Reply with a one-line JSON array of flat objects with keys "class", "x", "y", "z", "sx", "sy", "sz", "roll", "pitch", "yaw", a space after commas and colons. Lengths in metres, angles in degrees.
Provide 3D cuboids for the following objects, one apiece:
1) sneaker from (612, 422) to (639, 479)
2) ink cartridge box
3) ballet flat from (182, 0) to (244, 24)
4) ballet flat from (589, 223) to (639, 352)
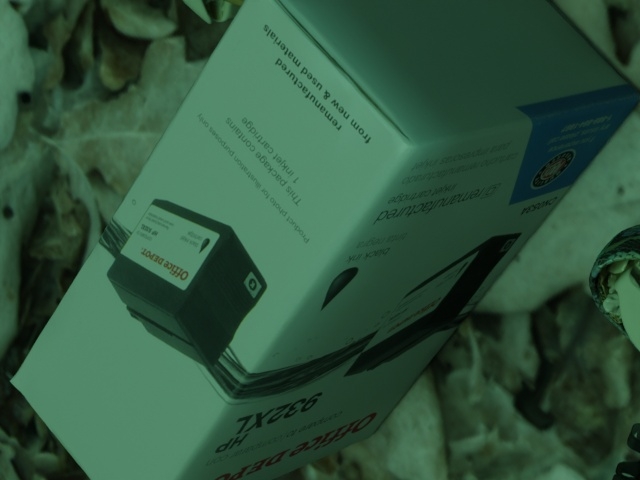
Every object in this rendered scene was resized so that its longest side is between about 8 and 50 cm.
[{"class": "sneaker", "x": 0.197, "y": 0.216, "z": 1.046, "sx": 0.135, "sy": 0.097, "sz": 0.276, "roll": 18, "pitch": 131, "yaw": 6}, {"class": "ink cartridge box", "x": 0.000, "y": 0.000, "z": 1.083, "sx": 0.129, "sy": 0.223, "sz": 0.307, "roll": 49, "pitch": 125, "yaw": 19}, {"class": "ballet flat", "x": -0.043, "y": -0.156, "z": 1.183, "sx": 0.232, "sy": 0.080, "sz": 0.073, "roll": 25, "pitch": 129, "yaw": 34}, {"class": "ballet flat", "x": 0.208, "y": 0.074, "z": 1.035, "sx": 0.188, "sy": 0.070, "sz": 0.070, "roll": 51, "pitch": 126, "yaw": 18}]
